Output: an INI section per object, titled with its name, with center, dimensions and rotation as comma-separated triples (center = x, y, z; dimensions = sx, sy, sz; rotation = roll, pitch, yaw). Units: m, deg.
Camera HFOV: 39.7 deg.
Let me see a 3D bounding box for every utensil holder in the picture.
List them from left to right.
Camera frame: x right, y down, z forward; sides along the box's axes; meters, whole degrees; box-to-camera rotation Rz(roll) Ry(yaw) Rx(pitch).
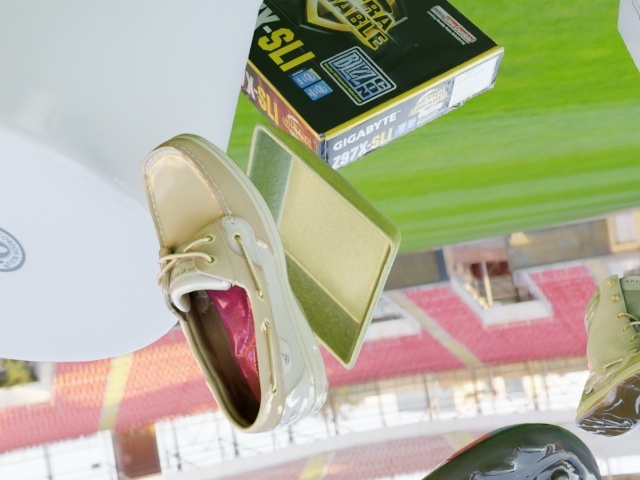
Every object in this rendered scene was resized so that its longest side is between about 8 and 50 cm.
[utensil holder]
center = -0.215, -0.142, 0.695
dimensions = 0.328, 0.385, 0.327
rotation = 4, 145, 3

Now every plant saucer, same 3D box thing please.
[plant saucer]
center = 0.000, 0.000, 0.854
dimensions = 0.045, 0.188, 0.188
rotation = -29, 150, -35

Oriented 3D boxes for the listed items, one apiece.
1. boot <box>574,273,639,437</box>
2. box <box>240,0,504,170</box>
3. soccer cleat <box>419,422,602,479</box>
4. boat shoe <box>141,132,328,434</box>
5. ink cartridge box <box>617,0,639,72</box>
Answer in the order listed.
[boot]
center = 0.342, 0.100, 0.939
dimensions = 0.077, 0.165, 0.213
rotation = 20, 145, -6
[box]
center = 0.015, -0.250, 1.070
dimensions = 0.257, 0.322, 0.079
rotation = -30, 150, -18
[soccer cleat]
center = 0.031, 0.215, 0.516
dimensions = 0.318, 0.109, 0.116
rotation = -53, -168, 10
[boat shoe]
center = -0.053, 0.021, 0.462
dimensions = 0.063, 0.170, 0.059
rotation = -32, 171, 31
[ink cartridge box]
center = 0.258, -0.173, 0.494
dimensions = 0.153, 0.086, 0.208
rotation = -19, 155, 8
